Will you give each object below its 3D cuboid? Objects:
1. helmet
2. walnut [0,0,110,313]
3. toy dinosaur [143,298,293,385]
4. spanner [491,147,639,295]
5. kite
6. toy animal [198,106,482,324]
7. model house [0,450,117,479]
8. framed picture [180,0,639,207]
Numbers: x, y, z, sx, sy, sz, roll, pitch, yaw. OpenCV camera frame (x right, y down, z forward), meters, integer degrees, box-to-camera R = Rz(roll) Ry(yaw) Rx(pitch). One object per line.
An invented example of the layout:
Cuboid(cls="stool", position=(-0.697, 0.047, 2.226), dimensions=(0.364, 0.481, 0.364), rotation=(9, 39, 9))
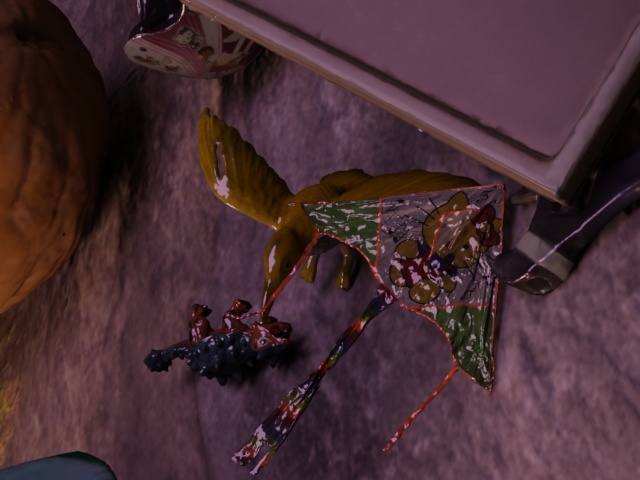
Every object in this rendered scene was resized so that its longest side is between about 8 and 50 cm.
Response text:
Cuboid(cls="helmet", position=(-0.077, -0.202, 1.470), dimensions=(0.177, 0.107, 0.153), rotation=(-50, 15, 22))
Cuboid(cls="walnut", position=(-0.339, -0.074, 1.582), dimensions=(0.333, 0.333, 0.333), rotation=(-35, 40, 35))
Cuboid(cls="toy dinosaur", position=(-0.072, 0.076, 1.300), dimensions=(0.154, 0.049, 0.055), rotation=(-14, 57, 43))
Cuboid(cls="spanner", position=(0.217, -0.065, 1.032), dimensions=(0.316, 0.024, 0.087), rotation=(-35, 34, 35))
Cuboid(cls="kite", position=(0.028, 0.046, 1.130), dimensions=(0.244, 0.006, 0.198), rotation=(-45, 60, -8))
Cuboid(cls="toy animal", position=(0.000, 0.000, 1.222), dimensions=(0.219, 0.095, 0.155), rotation=(8, 69, 24))
Cuboid(cls="model house", position=(-0.205, 0.320, 1.190), dimensions=(0.280, 0.230, 0.248), rotation=(-138, 38, -61))
Cuboid(cls="framed picture", position=(0.137, -0.280, 1.143), dimensions=(0.326, 0.028, 0.446), rotation=(31, 87, 29))
